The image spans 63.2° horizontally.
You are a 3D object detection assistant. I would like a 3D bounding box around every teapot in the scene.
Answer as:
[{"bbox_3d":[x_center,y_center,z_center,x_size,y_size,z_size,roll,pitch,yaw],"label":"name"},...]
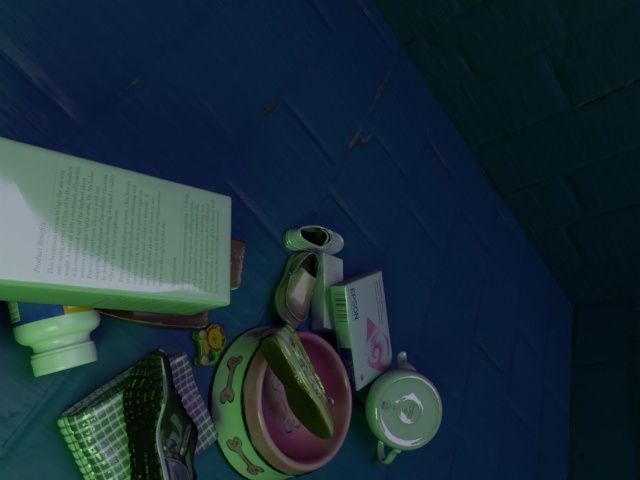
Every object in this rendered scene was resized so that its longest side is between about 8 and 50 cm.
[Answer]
[{"bbox_3d":[0.242,0.521,1.619,0.255,0.187,0.253,-30,88,-15],"label":"teapot"}]

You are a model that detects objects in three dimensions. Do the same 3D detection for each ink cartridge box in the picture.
[{"bbox_3d":[0.159,0.269,1.674,0.330,0.071,0.325,-14,98,-54],"label":"ink cartridge box"}]

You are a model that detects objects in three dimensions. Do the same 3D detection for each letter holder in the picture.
[{"bbox_3d":[-0.344,0.082,1.177,0.301,0.151,0.215,18,68,-39],"label":"letter holder"}]

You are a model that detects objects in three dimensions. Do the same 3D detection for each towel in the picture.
[{"bbox_3d":[-0.359,0.386,1.083,0.283,0.121,0.235,-32,100,-49],"label":"towel"}]

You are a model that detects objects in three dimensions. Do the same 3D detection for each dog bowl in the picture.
[{"bbox_3d":[-0.080,0.416,1.357,0.407,0.150,0.409,22,59,-42],"label":"dog bowl"}]

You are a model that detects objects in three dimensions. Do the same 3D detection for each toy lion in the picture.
[{"bbox_3d":[-0.274,0.260,1.299,0.096,0.034,0.100,12,66,-53],"label":"toy lion"}]

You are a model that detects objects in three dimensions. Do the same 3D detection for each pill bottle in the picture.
[{"bbox_3d":[-0.512,0.112,0.998,0.152,0.152,0.272,-8,80,-49],"label":"pill bottle"}]

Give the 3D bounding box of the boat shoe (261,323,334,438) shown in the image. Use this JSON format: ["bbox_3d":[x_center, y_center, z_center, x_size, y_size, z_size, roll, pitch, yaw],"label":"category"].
[{"bbox_3d":[-0.035,0.338,1.244,0.089,0.104,0.286,-33,99,-46],"label":"boat shoe"}]

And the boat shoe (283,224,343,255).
[{"bbox_3d":[0.000,0.000,1.660,0.258,0.084,0.095,-1,75,-48],"label":"boat shoe"}]

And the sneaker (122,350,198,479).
[{"bbox_3d":[-0.302,0.358,1.014,0.124,0.107,0.284,12,72,-60],"label":"sneaker"}]

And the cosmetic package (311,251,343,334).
[{"bbox_3d":[0.020,0.167,1.633,0.098,0.060,0.239,24,58,-46],"label":"cosmetic package"}]

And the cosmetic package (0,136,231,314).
[{"bbox_3d":[-0.391,-0.001,0.931,0.452,0.161,0.230,14,67,-41],"label":"cosmetic package"}]

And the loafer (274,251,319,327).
[{"bbox_3d":[-0.061,0.128,1.509,0.102,0.092,0.269,37,39,-29],"label":"loafer"}]
